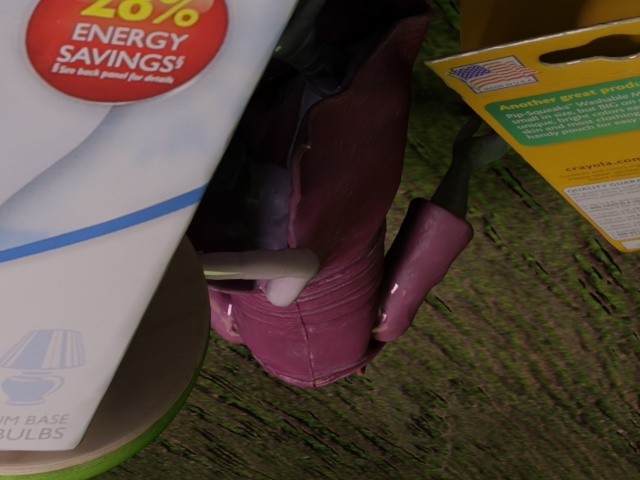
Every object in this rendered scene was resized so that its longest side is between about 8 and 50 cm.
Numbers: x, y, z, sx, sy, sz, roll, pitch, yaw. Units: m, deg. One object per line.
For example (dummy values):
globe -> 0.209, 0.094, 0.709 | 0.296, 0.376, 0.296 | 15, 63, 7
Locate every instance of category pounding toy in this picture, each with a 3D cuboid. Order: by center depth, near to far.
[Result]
pounding toy -> -0.173, 0.050, 0.905 | 0.237, 0.183, 0.110 | 17, 140, 2

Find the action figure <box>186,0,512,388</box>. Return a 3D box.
action figure -> 0.000, 0.000, 1.151 | 0.248, 0.275, 0.370 | -8, 145, 6

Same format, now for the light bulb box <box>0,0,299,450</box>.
light bulb box -> -0.215, -0.116, 0.686 | 0.358, 0.225, 0.361 | 3, 141, -24

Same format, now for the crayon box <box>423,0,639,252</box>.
crayon box -> 0.215, -0.093, 1.123 | 0.203, 0.083, 0.323 | -9, 158, 25
